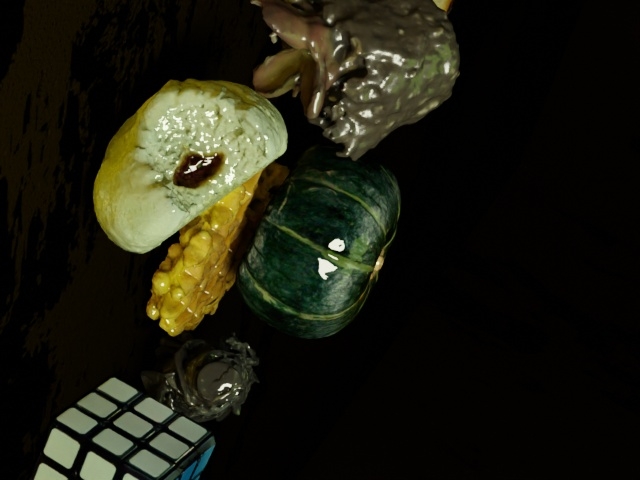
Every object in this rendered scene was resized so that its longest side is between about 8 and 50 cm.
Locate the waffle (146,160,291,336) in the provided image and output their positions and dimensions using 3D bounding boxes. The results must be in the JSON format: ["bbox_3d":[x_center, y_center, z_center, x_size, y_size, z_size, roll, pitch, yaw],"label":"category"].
[{"bbox_3d":[-0.133,0.000,2.028,0.260,0.069,0.293,-59,171,-1],"label":"waffle"}]

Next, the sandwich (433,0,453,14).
[{"bbox_3d":[0.072,-0.227,2.164,0.220,0.108,0.186,-60,-179,-18],"label":"sandwich"}]

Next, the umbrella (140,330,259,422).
[{"bbox_3d":[-0.160,0.173,2.082,0.336,0.154,0.128,56,24,-85],"label":"umbrella"}]

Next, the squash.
[{"bbox_3d":[0.000,0.000,2.031,0.252,0.165,0.252,-63,172,-16],"label":"squash"}]

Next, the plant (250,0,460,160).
[{"bbox_3d":[0.037,-0.207,1.899,0.234,0.178,0.204,-22,154,-22],"label":"plant"}]

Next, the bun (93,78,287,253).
[{"bbox_3d":[-0.140,-0.087,1.643,0.204,0.126,0.212,-36,-177,45],"label":"bun"}]

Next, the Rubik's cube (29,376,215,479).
[{"bbox_3d":[-0.246,0.287,1.978,0.160,0.163,0.162,-37,151,-63],"label":"Rubik's cube"}]
